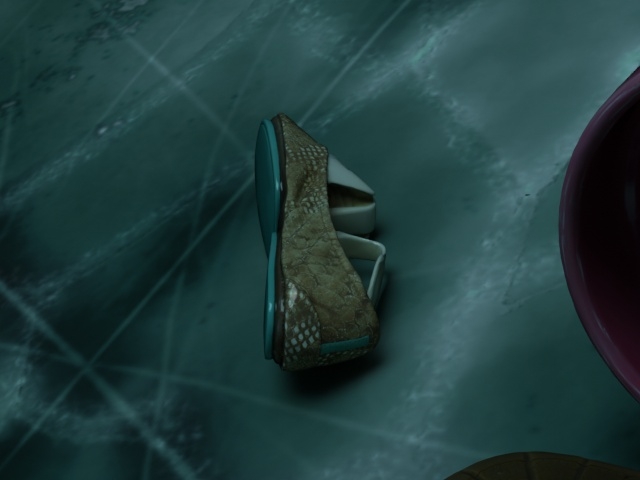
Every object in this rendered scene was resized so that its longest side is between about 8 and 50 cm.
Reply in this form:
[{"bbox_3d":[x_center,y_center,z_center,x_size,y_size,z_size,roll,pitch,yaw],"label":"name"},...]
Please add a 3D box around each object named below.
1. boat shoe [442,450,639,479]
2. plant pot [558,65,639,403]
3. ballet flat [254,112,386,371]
[{"bbox_3d":[0.162,0.155,0.645,0.104,0.089,0.285,-20,26,-41],"label":"boat shoe"},{"bbox_3d":[0.227,-0.025,0.746,0.201,0.201,0.180,2,29,36],"label":"plant pot"},{"bbox_3d":[0.000,0.000,0.981,0.067,0.073,0.206,2,38,-6],"label":"ballet flat"}]
